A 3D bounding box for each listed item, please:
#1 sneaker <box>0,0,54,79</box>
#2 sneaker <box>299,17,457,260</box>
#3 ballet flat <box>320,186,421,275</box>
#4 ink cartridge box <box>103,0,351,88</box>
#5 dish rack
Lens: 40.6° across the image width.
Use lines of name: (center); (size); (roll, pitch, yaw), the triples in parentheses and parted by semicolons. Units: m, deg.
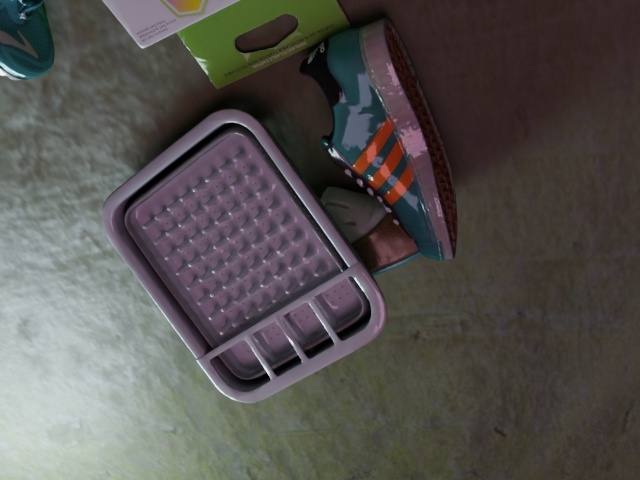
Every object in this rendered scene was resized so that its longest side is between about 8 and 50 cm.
sneaker: (-0.301, -0.270, 0.839); (0.110, 0.107, 0.275); (15, 137, 12)
sneaker: (0.074, -0.104, 1.017); (0.121, 0.108, 0.302); (-14, 114, 22)
ballet flat: (0.000, 0.000, 1.151); (0.342, 0.116, 0.124); (-21, 119, 26)
ink cartridge box: (-0.102, -0.257, 0.880); (0.188, 0.097, 0.255); (-21, 131, 19)
dish rack: (-0.092, 0.020, 1.099); (0.285, 0.072, 0.333); (-32, 97, 29)
